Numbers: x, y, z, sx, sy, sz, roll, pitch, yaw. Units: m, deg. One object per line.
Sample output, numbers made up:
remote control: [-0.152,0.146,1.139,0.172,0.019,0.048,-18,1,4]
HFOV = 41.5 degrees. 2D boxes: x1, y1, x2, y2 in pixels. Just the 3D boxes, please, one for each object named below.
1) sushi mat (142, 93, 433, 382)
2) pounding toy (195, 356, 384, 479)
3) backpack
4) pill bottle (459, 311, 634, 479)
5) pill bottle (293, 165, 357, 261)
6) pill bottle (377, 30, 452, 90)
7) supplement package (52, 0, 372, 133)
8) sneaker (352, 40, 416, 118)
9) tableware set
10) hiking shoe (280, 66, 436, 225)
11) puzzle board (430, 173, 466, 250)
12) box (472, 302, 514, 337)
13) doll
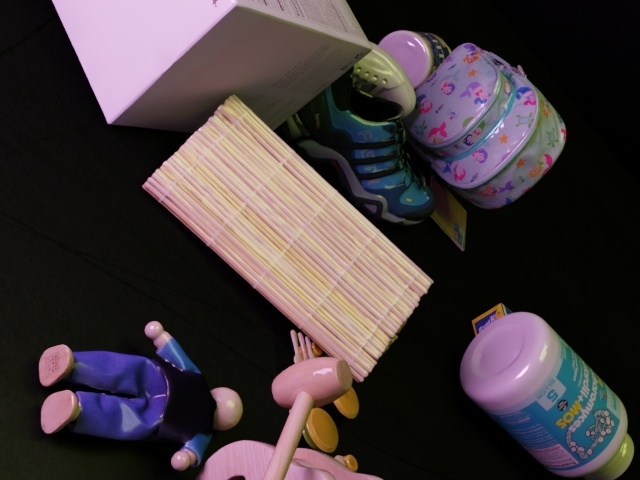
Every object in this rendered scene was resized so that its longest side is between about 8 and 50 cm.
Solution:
sushi mat: [-0.024,-0.002,0.907,0.316,0.019,0.151,43,62,-10]
pounding toy: [-0.048,0.226,0.628,0.154,0.154,0.270,23,61,-45]
backpack: [0.267,-0.186,1.398,0.191,0.225,0.253,32,18,-44]
pill bottle: [0.326,0.230,1.176,0.264,0.146,0.146,43,31,-22]
pill bottle: [0.000,0.000,0.979,0.160,0.087,0.087,54,28,-4]
pill bottle: [0.184,-0.337,1.591,0.112,0.112,0.186,58,28,4]
supplement package: [-0.119,-0.253,0.942,0.262,0.199,0.198,-3,63,-58]
sneaker: [0.022,-0.263,1.295,0.290,0.106,0.123,37,42,-17]
tableware set: [0.005,0.172,0.879,0.104,0.024,0.154,29,37,-45]
hiking shoe: [0.081,-0.126,1.188,0.304,0.132,0.113,34,35,-34]
puzzle board: [0.216,-0.048,1.442,0.096,0.011,0.128,47,30,-18]
box: [0.310,0.167,1.308,0.169,0.059,0.054,36,32,-33]
doll: [-0.133,0.125,0.686,0.189,0.046,0.129,22,44,-45]
